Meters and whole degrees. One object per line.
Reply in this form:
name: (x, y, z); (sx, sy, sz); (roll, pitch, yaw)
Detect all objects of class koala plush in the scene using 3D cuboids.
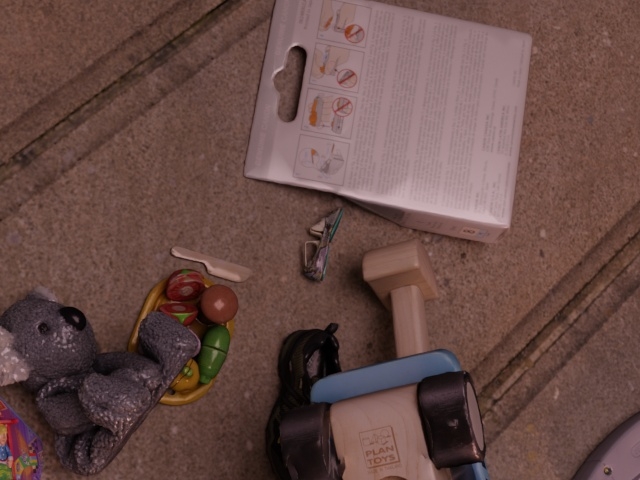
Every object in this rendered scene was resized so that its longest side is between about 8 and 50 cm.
koala plush: (-0.306, 0.155, 1.704); (0.221, 0.203, 0.196); (37, 34, 1)

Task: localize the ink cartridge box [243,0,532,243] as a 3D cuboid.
ink cartridge box: (0.099, -0.182, 2.034); (0.385, 0.091, 0.308); (11, 73, -4)

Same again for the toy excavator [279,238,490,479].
toy excavator: (0.105, 0.216, 1.759); (0.222, 0.445, 0.433); (-15, 86, 11)

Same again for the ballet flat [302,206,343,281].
ballet flat: (0.000, 0.000, 1.949); (0.041, 0.041, 0.114); (24, 68, -17)

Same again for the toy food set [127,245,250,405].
toy food set: (-0.165, 0.105, 1.829); (0.128, 0.071, 0.218); (25, 68, -17)

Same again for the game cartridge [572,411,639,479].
game cartridge: (0.502, 0.353, 2.076); (0.294, 0.060, 0.196); (-31, 94, -27)

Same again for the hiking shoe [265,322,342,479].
hiking shoe: (-0.014, 0.221, 1.843); (0.086, 0.114, 0.227); (6, 74, -22)

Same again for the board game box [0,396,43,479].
board game box: (-0.386, 0.248, 1.674); (0.169, 0.033, 0.133); (53, 40, -25)
